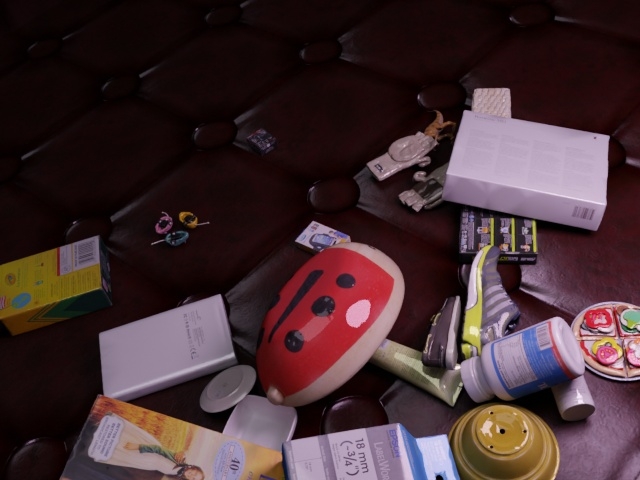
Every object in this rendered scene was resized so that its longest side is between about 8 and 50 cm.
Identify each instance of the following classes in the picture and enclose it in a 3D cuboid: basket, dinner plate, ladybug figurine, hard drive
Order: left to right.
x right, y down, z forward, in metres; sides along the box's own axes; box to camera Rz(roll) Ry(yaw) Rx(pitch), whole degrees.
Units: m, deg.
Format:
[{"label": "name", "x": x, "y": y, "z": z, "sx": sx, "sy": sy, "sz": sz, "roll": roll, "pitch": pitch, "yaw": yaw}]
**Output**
[{"label": "hard drive", "x": -0.362, "y": 0.255, "z": 1.766, "sx": 0.308, "sy": 0.040, "sz": 0.203, "roll": -18, "pitch": 46, "yaw": -3}, {"label": "dinner plate", "x": -0.207, "y": 0.321, "z": 1.649, "sx": 0.141, "sy": 0.017, "sz": 0.141, "roll": -24, "pitch": 28, "yaw": 13}, {"label": "ladybug figurine", "x": 0.006, "y": 0.162, "z": 1.633, "sx": 0.305, "sy": 0.162, "sz": 0.449, "roll": -5, "pitch": 39, "yaw": 42}, {"label": "basket", "x": 0.471, "y": -0.337, "z": 2.072, "sx": 0.113, "sy": 0.103, "sz": 0.167, "roll": 1, "pitch": 48, "yaw": 13}]

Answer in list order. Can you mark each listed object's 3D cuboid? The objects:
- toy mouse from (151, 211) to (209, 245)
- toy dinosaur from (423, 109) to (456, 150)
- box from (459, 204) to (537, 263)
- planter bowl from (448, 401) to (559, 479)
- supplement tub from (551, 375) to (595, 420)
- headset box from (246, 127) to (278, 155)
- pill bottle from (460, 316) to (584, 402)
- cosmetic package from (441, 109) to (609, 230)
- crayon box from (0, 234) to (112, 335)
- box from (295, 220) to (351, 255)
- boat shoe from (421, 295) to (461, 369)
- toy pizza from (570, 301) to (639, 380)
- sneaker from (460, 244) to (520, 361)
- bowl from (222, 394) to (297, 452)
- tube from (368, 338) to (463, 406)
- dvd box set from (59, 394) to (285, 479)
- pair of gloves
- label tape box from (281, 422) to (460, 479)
[{"label": "toy mouse", "x": -0.403, "y": -0.023, "z": 2.038, "sx": 0.161, "sy": 0.031, "sz": 0.143, "roll": 26, "pitch": 58, "yaw": 32}, {"label": "toy dinosaur", "x": 0.330, "y": -0.319, "z": 2.117, "sx": 0.112, "sy": 0.064, "sz": 0.211, "roll": 14, "pitch": 52, "yaw": 26}, {"label": "box", "x": 0.436, "y": -0.026, "z": 1.836, "sx": 0.184, "sy": 0.045, "sz": 0.190, "roll": 1, "pitch": 47, "yaw": 11}, {"label": "planter bowl", "x": 0.351, "y": 0.387, "z": 1.444, "sx": 0.217, "sy": 0.090, "sz": 0.217, "roll": -7, "pitch": 46, "yaw": 7}, {"label": "supplement tub", "x": 0.501, "y": 0.299, "z": 1.502, "sx": 0.071, "sy": 0.071, "sz": 0.107, "roll": -11, "pitch": 48, "yaw": 4}, {"label": "headset box", "x": -0.177, "y": -0.297, "z": 2.236, "sx": 0.062, "sy": 0.032, "sz": 0.083, "roll": -35, "pitch": 49, "yaw": -20}, {"label": "pill bottle", "x": 0.398, "y": 0.246, "z": 1.491, "sx": 0.221, "sy": 0.124, "sz": 0.124, "roll": -28, "pitch": 40, "yaw": 29}, {"label": "cosmetic package", "x": 0.517, "y": -0.184, "z": 1.873, "sx": 0.377, "sy": 0.097, "sz": 0.284, "roll": 13, "pitch": 47, "yaw": 12}, {"label": "crayon box", "x": -0.711, "y": 0.121, "z": 1.944, "sx": 0.319, "sy": 0.081, "sz": 0.202, "roll": -16, "pitch": 46, "yaw": -3}, {"label": "box", "x": 0.000, "y": 0.000, "z": 1.925, "sx": 0.136, "sy": 0.028, "sz": 0.081, "roll": 24, "pitch": 57, "yaw": 28}, {"label": "boat shoe", "x": 0.264, "y": 0.192, "z": 1.614, "sx": 0.069, "sy": 0.081, "sz": 0.227, "roll": -2, "pitch": 29, "yaw": 17}, {"label": "toy pizza", "x": 0.634, "y": 0.205, "z": 1.583, "sx": 0.201, "sy": 0.032, "sz": 0.201, "roll": -7, "pitch": 47, "yaw": 7}, {"label": "sneaker", "x": 0.383, "y": 0.143, "z": 1.664, "sx": 0.121, "sy": 0.111, "sz": 0.300, "roll": 8, "pitch": 57, "yaw": 11}, {"label": "bowl", "x": -0.125, "y": 0.405, "z": 1.564, "sx": 0.142, "sy": 0.053, "sz": 0.142, "roll": 10, "pitch": 50, "yaw": 21}, {"label": "tube", "x": 0.195, "y": 0.271, "z": 1.614, "sx": 0.240, "sy": 0.070, "sz": 0.062, "roll": 20, "pitch": 19, "yaw": 24}, {"label": "dvd box set", "x": -0.268, "y": 0.488, "z": 1.370, "sx": 0.420, "sy": 0.062, "sz": 0.307, "roll": 19, "pitch": 53, "yaw": -2}, {"label": "pair of gloves", "x": 0.267, "y": -0.185, "z": 2.005, "sx": 0.204, "sy": 0.042, "sz": 0.240, "roll": -38, "pitch": 55, "yaw": -9}, {"label": "label tape box", "x": 0.111, "y": 0.465, "z": 1.353, "sx": 0.334, "sy": 0.106, "sz": 0.240, "roll": -7, "pitch": 54, "yaw": -9}]
